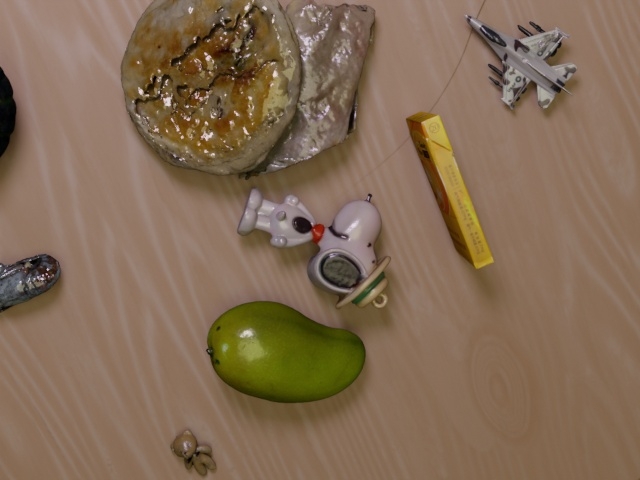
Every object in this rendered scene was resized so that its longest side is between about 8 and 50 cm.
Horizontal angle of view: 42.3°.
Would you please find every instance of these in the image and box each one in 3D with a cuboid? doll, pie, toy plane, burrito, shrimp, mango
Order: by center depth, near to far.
[{"bbox_3d":[-0.182,-0.275,1.372,0.339,0.077,0.339,0,92,15],"label":"pie"},{"bbox_3d":[-0.013,-0.248,1.421,0.175,0.107,0.348,18,97,5],"label":"burrito"},{"bbox_3d":[-0.565,0.081,1.444,0.232,0.079,0.090,-17,140,3],"label":"shrimp"},{"bbox_3d":[0.348,-0.325,1.457,0.234,0.082,0.160,38,106,4],"label":"toy plane"},{"bbox_3d":[-0.012,0.017,1.462,0.271,0.144,0.208,2,80,-9],"label":"doll"},{"bbox_3d":[-0.061,0.203,1.483,0.293,0.143,0.175,12,93,-18],"label":"mango"},{"bbox_3d":[-0.236,0.400,1.557,0.061,0.051,0.093,-38,131,2],"label":"doll"}]

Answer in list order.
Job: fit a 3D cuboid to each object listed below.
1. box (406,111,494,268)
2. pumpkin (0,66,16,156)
[{"bbox_3d":[0.223,-0.091,1.443,0.043,0.152,0.269,-24,101,-1],"label":"box"},{"bbox_3d":[-0.620,-0.209,1.321,0.249,0.216,0.250,-13,111,-37],"label":"pumpkin"}]
